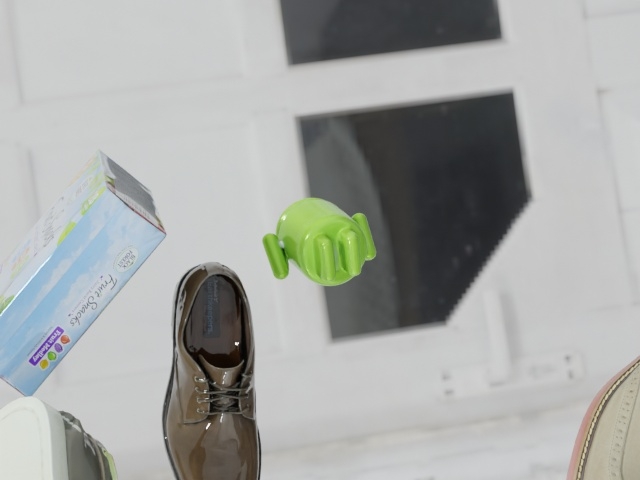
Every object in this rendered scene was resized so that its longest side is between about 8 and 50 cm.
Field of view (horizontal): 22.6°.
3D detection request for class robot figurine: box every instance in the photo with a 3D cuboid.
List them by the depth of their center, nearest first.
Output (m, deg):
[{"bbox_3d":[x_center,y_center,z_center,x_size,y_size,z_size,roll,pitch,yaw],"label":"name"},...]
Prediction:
[{"bbox_3d":[0.000,0.000,1.450,0.115,0.101,0.067,-141,40,-63],"label":"robot figurine"}]

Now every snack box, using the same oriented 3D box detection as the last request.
[{"bbox_3d":[-0.213,0.021,1.343,0.070,0.174,0.207,40,-176,-16],"label":"snack box"}]

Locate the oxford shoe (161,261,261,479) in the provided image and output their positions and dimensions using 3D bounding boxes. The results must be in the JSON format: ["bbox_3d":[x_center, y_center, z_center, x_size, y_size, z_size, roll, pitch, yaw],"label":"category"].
[{"bbox_3d":[-0.090,0.130,1.324,0.096,0.082,0.227,158,106,-79],"label":"oxford shoe"}]

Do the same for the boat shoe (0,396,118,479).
[{"bbox_3d":[-0.189,0.260,1.126,0.091,0.109,0.305,35,-140,-45],"label":"boat shoe"}]

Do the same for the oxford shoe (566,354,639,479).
[{"bbox_3d":[0.314,0.135,1.311,0.348,0.123,0.130,-57,14,-22],"label":"oxford shoe"}]
